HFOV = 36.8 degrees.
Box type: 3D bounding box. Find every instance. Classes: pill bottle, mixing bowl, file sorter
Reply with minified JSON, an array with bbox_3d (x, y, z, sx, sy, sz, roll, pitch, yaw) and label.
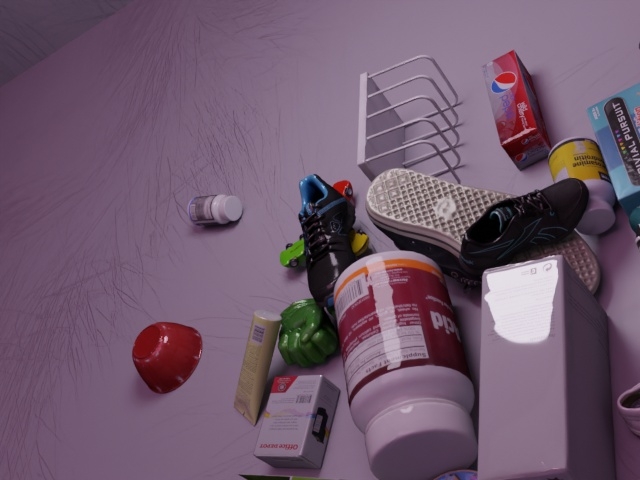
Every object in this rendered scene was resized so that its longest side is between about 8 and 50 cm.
[{"bbox_3d":[0.155,0.229,1.756,0.224,0.224,0.392,-29,44,21],"label":"pill bottle"},{"bbox_3d":[-0.383,0.264,2.299,0.181,0.098,0.181,-23,46,27],"label":"mixing bowl"},{"bbox_3d":[-0.274,-0.080,2.498,0.137,0.078,0.078,-2,57,40],"label":"pill bottle"},{"bbox_3d":[0.202,-0.239,2.126,0.173,0.193,0.277,-18,48,26],"label":"file sorter"},{"bbox_3d":[0.498,-0.102,1.819,0.103,0.103,0.184,-26,44,23],"label":"pill bottle"}]

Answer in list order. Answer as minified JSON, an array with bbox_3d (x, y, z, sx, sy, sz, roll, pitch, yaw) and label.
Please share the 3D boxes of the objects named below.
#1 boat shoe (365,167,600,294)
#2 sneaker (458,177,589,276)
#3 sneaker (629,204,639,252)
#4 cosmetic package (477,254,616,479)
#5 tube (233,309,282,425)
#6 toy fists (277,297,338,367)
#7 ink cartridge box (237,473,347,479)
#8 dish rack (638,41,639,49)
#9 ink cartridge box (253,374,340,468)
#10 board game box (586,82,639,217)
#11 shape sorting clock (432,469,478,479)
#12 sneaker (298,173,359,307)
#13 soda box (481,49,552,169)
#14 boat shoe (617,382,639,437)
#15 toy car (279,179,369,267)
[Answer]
[{"bbox_3d":[0.312,0.003,1.866,0.500,0.156,0.187,23,69,33],"label":"boat shoe"},{"bbox_3d":[0.364,-0.034,1.712,0.267,0.106,0.101,-34,54,-4],"label":"sneaker"},{"bbox_3d":[0.585,0.056,1.610,0.121,0.108,0.302,-34,43,8],"label":"sneaker"},{"bbox_3d":[0.369,0.245,1.566,0.156,0.217,0.385,-15,47,32],"label":"cosmetic package"},{"bbox_3d":[-0.138,0.268,2.061,0.070,0.062,0.240,-62,-14,-77],"label":"tube"},{"bbox_3d":[0.025,0.161,2.027,0.279,0.096,0.142,-32,43,15],"label":"toy fists"},{"bbox_3d":[-0.010,0.494,1.715,0.255,0.189,0.097,-8,55,39],"label":"ink cartridge box"},{"bbox_3d":[0.755,-0.483,1.882,0.208,0.074,0.271,-14,46,60],"label":"dish rack"},{"bbox_3d":[-0.048,0.366,1.940,0.127,0.072,0.175,-8,53,37],"label":"ink cartridge box"},{"bbox_3d":[0.685,-0.214,1.766,0.336,0.079,0.253,-26,44,23],"label":"board game box"},{"bbox_3d":[0.234,0.485,1.602,0.206,0.040,0.206,-15,57,25],"label":"shape sorting clock"},{"bbox_3d":[0.000,0.000,2.033,0.125,0.139,0.341,-28,36,18],"label":"sneaker"},{"bbox_3d":[0.416,-0.281,2.046,0.083,0.092,0.263,-25,44,22],"label":"soda box"},{"bbox_3d":[0.590,0.216,1.484,0.277,0.096,0.098,-33,41,16],"label":"boat shoe"},{"bbox_3d":[0.007,-0.004,2.210,0.225,0.053,0.239,-34,41,16],"label":"toy car"}]
